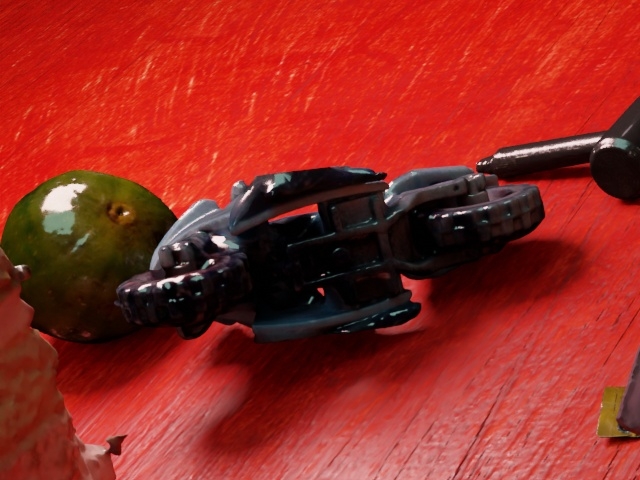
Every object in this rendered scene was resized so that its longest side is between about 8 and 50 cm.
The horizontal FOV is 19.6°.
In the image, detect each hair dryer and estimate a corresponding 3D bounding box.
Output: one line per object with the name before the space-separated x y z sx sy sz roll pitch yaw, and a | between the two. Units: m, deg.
hair dryer | 0.247 -0.086 1.875 0.248 0.071 0.114 -6 28 40

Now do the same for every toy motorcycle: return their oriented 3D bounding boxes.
toy motorcycle | 0.000 0.000 1.788 0.416 0.172 0.232 -16 9 -8

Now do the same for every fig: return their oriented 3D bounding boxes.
fig | -0.246 0.029 1.960 0.195 0.195 0.245 -35 -7 -26

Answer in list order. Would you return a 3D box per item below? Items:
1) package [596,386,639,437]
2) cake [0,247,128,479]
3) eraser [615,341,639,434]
package | 0.274 0.106 1.447 0.131 0.047 0.071 -52 7 31
cake | -0.402 0.174 1.596 0.314 0.307 0.293 -4 33 35
eraser | 0.370 -0.001 1.249 0.122 0.359 0.272 15 4 -35
